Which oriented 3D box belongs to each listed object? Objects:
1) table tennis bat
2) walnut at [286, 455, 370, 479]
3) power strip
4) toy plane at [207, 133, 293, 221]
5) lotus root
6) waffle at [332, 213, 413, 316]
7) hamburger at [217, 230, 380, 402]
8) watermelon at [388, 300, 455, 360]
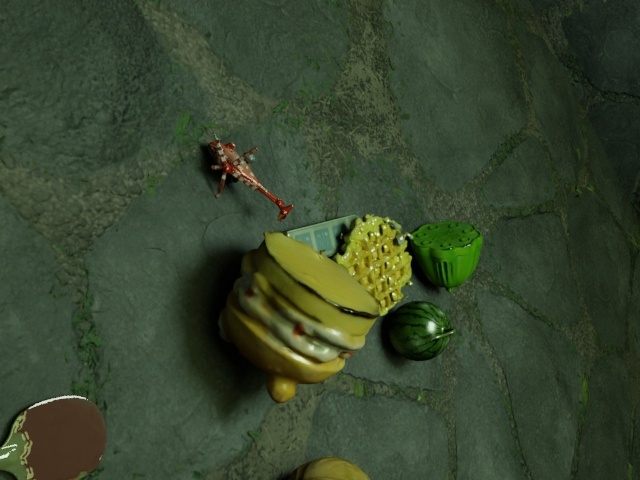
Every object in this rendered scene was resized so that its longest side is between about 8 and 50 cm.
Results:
[{"bbox_3d":[-0.410,0.299,0.961,0.234,0.022,0.131,-6,84,-49],"label":"table tennis bat"},{"bbox_3d":[0.025,0.511,1.251,0.222,0.195,0.195,57,45,-30],"label":"walnut"},{"bbox_3d":[0.000,-0.001,1.456,0.272,0.052,0.078,-15,94,-48],"label":"power strip"},{"bbox_3d":[-0.133,-0.127,1.299,0.194,0.126,0.077,21,24,-3],"label":"toy plane"},{"bbox_3d":[0.325,0.058,1.727,0.186,0.186,0.186,15,68,-44],"label":"lotus root"},{"bbox_3d":[0.113,0.075,1.513,0.280,0.060,0.262,35,73,-47],"label":"waffle"},{"bbox_3d":[-0.051,0.142,1.230,0.276,0.276,0.237,18,109,-43],"label":"hamburger"},{"bbox_3d":[0.244,0.210,1.561,0.140,0.187,0.141,2,86,-41],"label":"watermelon"}]
